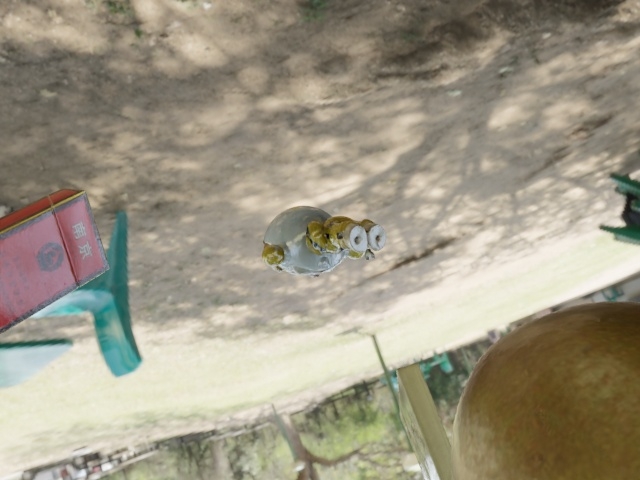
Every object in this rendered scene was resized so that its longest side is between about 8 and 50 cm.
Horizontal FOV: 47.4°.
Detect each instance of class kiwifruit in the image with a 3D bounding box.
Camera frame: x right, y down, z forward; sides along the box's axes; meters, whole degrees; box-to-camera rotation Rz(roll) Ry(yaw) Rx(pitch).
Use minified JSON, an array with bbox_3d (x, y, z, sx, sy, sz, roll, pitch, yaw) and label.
[{"bbox_3d":[0.169,0.133,0.365,0.196,0.234,0.196,-18,126,-27],"label":"kiwifruit"}]

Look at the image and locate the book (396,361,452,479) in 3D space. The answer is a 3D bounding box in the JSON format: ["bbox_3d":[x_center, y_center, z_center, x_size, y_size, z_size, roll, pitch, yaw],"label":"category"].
[{"bbox_3d":[0.126,0.244,0.831,0.026,0.161,0.231,-19,152,-2],"label":"book"}]

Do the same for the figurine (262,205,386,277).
[{"bbox_3d":[-0.003,0.000,0.658,0.101,0.068,0.143,-4,180,-8],"label":"figurine"}]

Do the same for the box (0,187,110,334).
[{"bbox_3d":[-0.466,0.030,1.175,0.074,0.153,0.240,4,-152,35],"label":"box"}]
